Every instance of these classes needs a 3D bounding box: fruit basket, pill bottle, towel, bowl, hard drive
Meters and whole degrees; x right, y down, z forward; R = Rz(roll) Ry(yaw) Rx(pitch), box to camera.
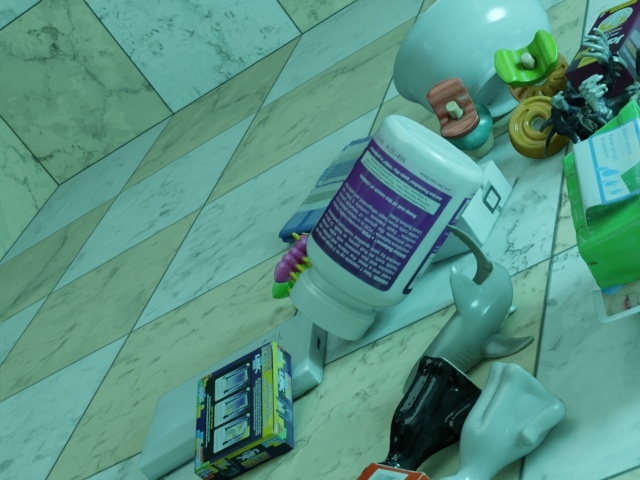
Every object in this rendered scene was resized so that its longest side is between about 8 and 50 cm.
[{"bbox_3d":[0.441,-0.082,1.495,0.353,0.165,0.327,-30,30,24],"label":"fruit basket"},{"bbox_3d":[0.085,-0.013,1.946,0.301,0.169,0.169,-57,14,14],"label":"pill bottle"},{"bbox_3d":[0.059,-0.105,2.525,0.209,0.034,0.285,-13,33,48],"label":"towel"},{"bbox_3d":[0.281,-0.301,2.320,0.298,0.298,0.134,-36,60,4],"label":"bowl"},{"bbox_3d":[-0.128,0.226,2.067,0.307,0.040,0.203,-32,19,17],"label":"hard drive"}]

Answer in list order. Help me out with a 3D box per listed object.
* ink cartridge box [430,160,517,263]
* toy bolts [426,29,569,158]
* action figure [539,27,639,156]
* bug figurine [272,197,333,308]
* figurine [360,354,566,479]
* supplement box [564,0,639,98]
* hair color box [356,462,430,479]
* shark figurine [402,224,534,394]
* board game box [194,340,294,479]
[{"bbox_3d":[0.217,-0.053,2.062,0.104,0.060,0.180,-23,24,40],"label":"ink cartridge box"},{"bbox_3d":[0.305,-0.189,2.192,0.228,0.158,0.218,-22,63,16],"label":"toy bolts"},{"bbox_3d":[0.417,-0.223,1.970,0.276,0.141,0.164,-26,40,25],"label":"action figure"},{"bbox_3d":[0.000,0.000,2.160,0.216,0.072,0.279,-51,-4,-12],"label":"bug figurine"},{"bbox_3d":[0.139,0.238,1.500,0.209,0.092,0.215,-54,24,-21],"label":"figurine"},{"bbox_3d":[0.469,-0.295,2.142,0.104,0.081,0.188,-19,26,43],"label":"supplement box"},{"bbox_3d":[0.105,0.287,1.289,0.053,0.167,0.093,-45,20,-24],"label":"hair color box"},{"bbox_3d":[0.193,0.065,1.751,0.166,0.116,0.278,-22,26,36],"label":"shark figurine"},{"bbox_3d":[-0.106,0.240,1.909,0.141,0.048,0.170,-28,38,22],"label":"board game box"}]
